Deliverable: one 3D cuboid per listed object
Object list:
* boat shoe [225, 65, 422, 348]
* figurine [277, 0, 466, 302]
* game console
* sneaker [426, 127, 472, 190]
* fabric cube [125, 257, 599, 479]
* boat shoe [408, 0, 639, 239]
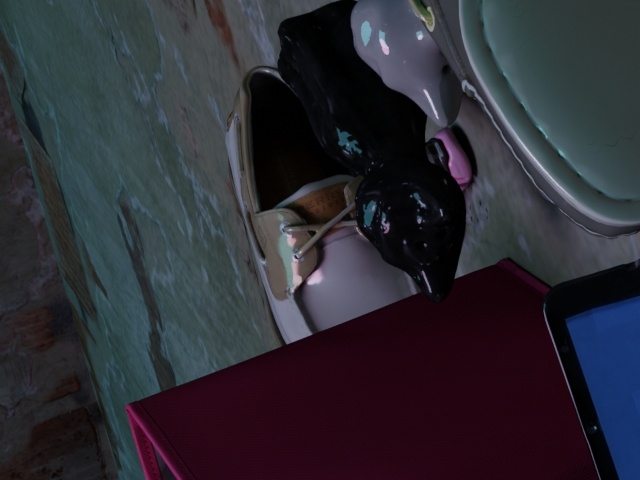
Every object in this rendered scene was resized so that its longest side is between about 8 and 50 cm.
[{"bbox_3d":[0.000,0.000,1.335,0.103,0.113,0.302,80,164,-51],"label":"boat shoe"},{"bbox_3d":[0.038,-0.104,1.039,0.215,0.092,0.209,87,168,-46],"label":"figurine"},{"bbox_3d":[0.180,0.077,0.858,0.124,0.085,0.144,177,73,-75],"label":"game console"},{"bbox_3d":[0.061,-0.025,1.198,0.047,0.057,0.119,59,163,29],"label":"sneaker"},{"bbox_3d":[0.070,0.200,1.075,0.254,0.258,0.259,-142,35,-61],"label":"fabric cube"},{"bbox_3d":[0.093,-0.127,0.868,0.091,0.109,0.305,99,153,-62],"label":"boat shoe"}]
